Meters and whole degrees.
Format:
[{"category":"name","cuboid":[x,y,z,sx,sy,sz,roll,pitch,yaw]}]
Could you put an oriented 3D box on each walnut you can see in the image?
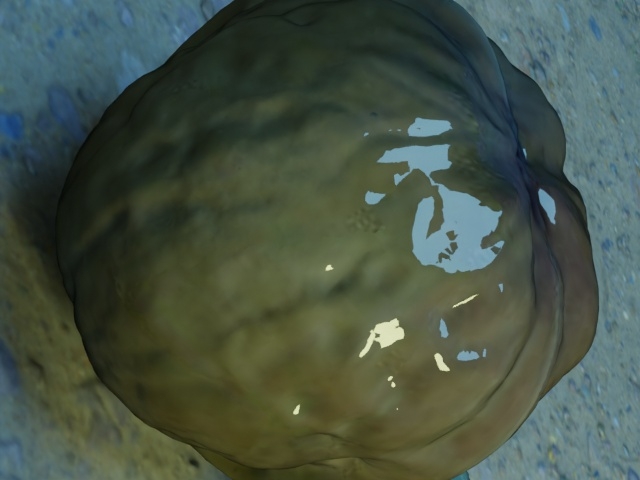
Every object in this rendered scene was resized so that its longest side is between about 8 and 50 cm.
[{"category":"walnut","cuboid":[0.001,0.002,0.772,0.248,0.248,0.248,33,47,-46]}]

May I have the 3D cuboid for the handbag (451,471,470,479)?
[{"category":"handbag","cuboid":[0.027,0.211,0.870,0.221,0.057,0.144,-21,96,-59]}]
